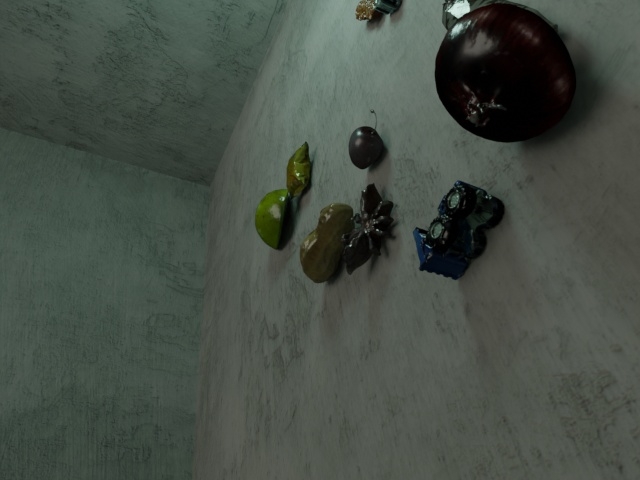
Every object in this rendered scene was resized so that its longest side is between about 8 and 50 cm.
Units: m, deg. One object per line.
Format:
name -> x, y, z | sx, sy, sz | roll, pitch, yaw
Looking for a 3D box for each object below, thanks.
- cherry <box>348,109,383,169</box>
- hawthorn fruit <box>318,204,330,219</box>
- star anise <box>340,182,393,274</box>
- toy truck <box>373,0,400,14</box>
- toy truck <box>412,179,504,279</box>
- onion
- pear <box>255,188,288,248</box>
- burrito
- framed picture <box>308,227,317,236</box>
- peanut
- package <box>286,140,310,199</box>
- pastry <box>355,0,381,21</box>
cherry -> 0.145, -0.321, 1.535 | 0.188, 0.115, 0.148 | -97, -8, -53
hawthorn fruit -> 0.034, -0.084, 1.643 | 0.093, 0.093, 0.093 | -43, 39, 50
star anise -> 0.130, -0.029, 1.383 | 0.257, 0.110, 0.198 | -61, 27, 15
toy truck -> 0.242, -0.904, 1.673 | 0.115, 0.080, 0.177 | 175, 109, -70
toy truck -> 0.290, -0.026, 1.024 | 0.208, 0.113, 0.126 | -65, 25, 18
onion -> 0.328, -0.290, 0.879 | 0.285, 0.273, 0.273 | -51, 15, -23
pear -> -0.220, -0.114, 2.104 | 0.239, 0.139, 0.288 | 163, 120, -75
burrito -> 0.388, -0.512, 1.108 | 0.445, 0.101, 0.139 | -111, 37, -50
framed picture -> 0.000, 0.000, 1.769 | 0.201, 0.010, 0.136 | -39, 43, 54
peanut -> 0.023, 0.008, 1.552 | 0.313, 0.149, 0.149 | -60, 28, 31
package -> -0.096, -0.305, 2.048 | 0.168, 0.090, 0.226 | 139, 134, -57
pastry -> 0.193, -0.891, 1.800 | 0.169, 0.063, 0.087 | -128, 47, -55
